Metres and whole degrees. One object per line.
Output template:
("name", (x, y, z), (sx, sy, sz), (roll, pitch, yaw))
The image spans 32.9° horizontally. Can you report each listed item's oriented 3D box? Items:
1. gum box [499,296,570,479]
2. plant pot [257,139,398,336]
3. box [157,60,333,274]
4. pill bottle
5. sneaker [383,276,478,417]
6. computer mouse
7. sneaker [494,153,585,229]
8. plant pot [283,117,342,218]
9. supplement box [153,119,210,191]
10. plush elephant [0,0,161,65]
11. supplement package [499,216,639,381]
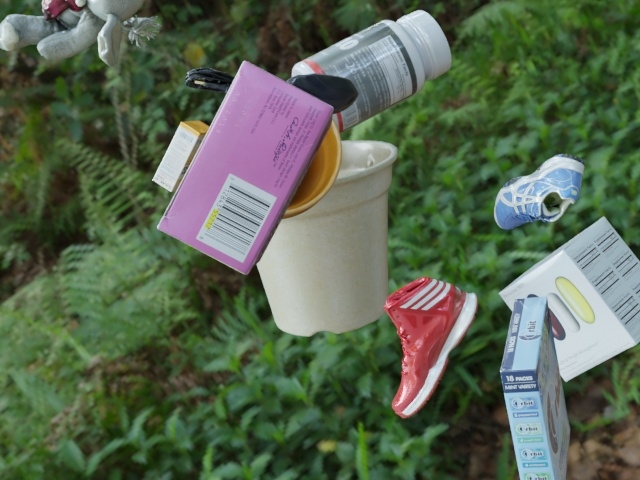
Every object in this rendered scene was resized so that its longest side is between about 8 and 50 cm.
("gum box", (0.240, 0.180, 1.197), (0.041, 0.184, 0.157), (-7, 23, 20))
("plant pot", (0.000, 0.000, 2.029), (0.334, 0.305, 0.334), (-9, 17, 3))
("box", (-0.083, -0.084, 1.315), (0.213, 0.117, 0.243), (-62, 2, 2))
("pill bottle", (0.101, -0.332, 2.123), (0.283, 0.161, 0.161), (-29, 21, -13))
("sneaker", (0.133, 0.151, 1.637), (0.221, 0.128, 0.087), (-62, 7, 8))
("computer mouse", (-0.062, -0.195, 1.434), (0.242, 0.041, 0.071), (2, -12, -20))
("sneaker", (0.362, -0.067, 1.833), (0.211, 0.080, 0.081), (-45, 32, 53))
("plant pot", (-0.083, -0.123, 1.725), (0.205, 0.205, 0.188), (-38, -2, -14))
("supplement box", (-0.197, -0.123, 1.575), (0.098, 0.036, 0.062), (-61, -12, 17))
("plush elephant", (-0.440, -0.475, 2.062), (0.255, 0.330, 0.272), (167, 119, -68))
("supplement package", (0.474, 0.107, 1.942), (0.149, 0.203, 0.194), (-32, -8, -39))
